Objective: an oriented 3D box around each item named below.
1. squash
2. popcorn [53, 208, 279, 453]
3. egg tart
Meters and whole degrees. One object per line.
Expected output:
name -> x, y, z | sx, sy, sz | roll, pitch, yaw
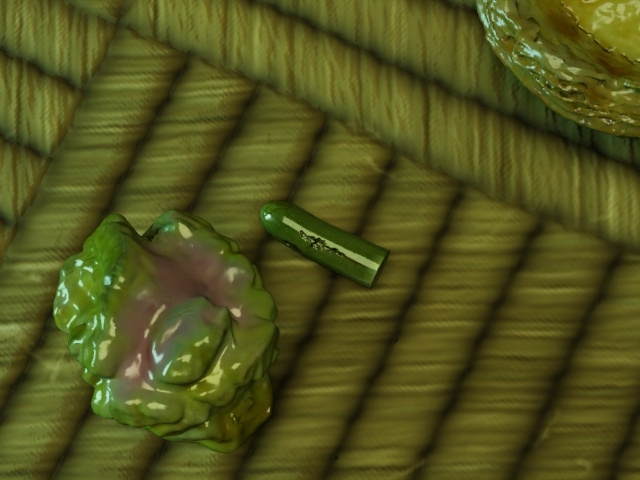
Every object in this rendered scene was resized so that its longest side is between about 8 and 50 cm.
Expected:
squash -> 0.000, 0.000, 0.797 | 0.083, 0.027, 0.027 | 26, 83, 11
popcorn -> -0.087, 0.050, 0.750 | 0.145, 0.126, 0.126 | 30, 67, 37
egg tart -> 0.197, -0.157, 0.777 | 0.213, 0.090, 0.212 | 0, 80, 3
